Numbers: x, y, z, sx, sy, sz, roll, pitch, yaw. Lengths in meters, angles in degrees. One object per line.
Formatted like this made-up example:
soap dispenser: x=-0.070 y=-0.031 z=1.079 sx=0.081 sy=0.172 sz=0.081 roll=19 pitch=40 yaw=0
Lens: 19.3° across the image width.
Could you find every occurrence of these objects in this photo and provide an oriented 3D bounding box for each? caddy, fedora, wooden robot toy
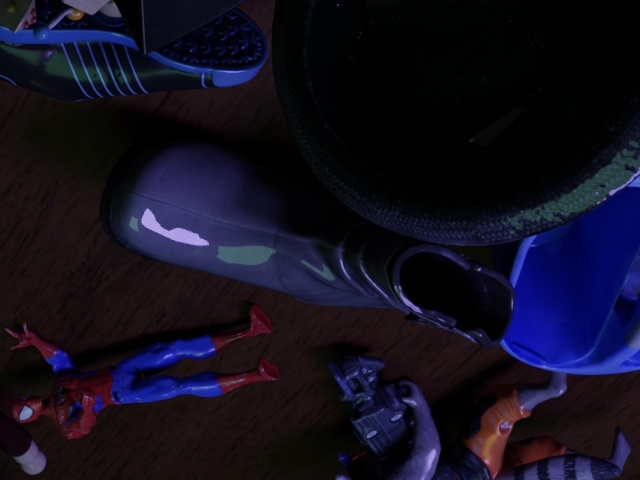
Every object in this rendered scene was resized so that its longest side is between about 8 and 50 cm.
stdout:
caddy: x=0.278 y=0.003 z=1.687 sx=0.241 sy=0.179 sz=0.341 roll=-2 pitch=147 yaw=-8
fedora: x=0.137 y=-0.152 z=1.403 sx=0.334 sy=0.334 sz=0.152 roll=-23 pitch=174 yaw=23
wooden robot toy: x=-0.159 y=-0.202 z=1.398 sx=0.173 sy=0.076 sz=0.079 roll=-36 pitch=153 yaw=16

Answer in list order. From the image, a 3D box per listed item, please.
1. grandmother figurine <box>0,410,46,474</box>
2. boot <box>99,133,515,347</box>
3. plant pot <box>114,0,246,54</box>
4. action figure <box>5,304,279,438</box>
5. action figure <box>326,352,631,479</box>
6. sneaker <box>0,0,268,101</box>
grandmother figurine: x=-0.398 y=0.222 z=1.988 sx=0.208 sy=0.104 sz=0.342 roll=-12 pitch=147 yaw=-19
boot: x=0.000 y=0.000 z=1.600 sx=0.338 sy=0.118 sz=0.223 roll=13 pitch=-177 yaw=-42
plant pot: x=-0.074 y=-0.264 z=1.220 sx=0.167 sy=0.187 sz=0.188 roll=-18 pitch=149 yaw=-16
action figure: x=-0.198 y=0.126 z=1.875 sx=0.280 sy=0.091 sz=0.139 roll=-18 pitch=152 yaw=16
action figure: x=0.137 y=0.233 z=2.026 sx=0.330 sy=0.178 sz=0.341 roll=-27 pitch=145 yaw=13
sneaker: x=-0.161 y=-0.150 z=1.474 sx=0.232 sy=0.081 sz=0.090 roll=9 pitch=147 yaw=-11
